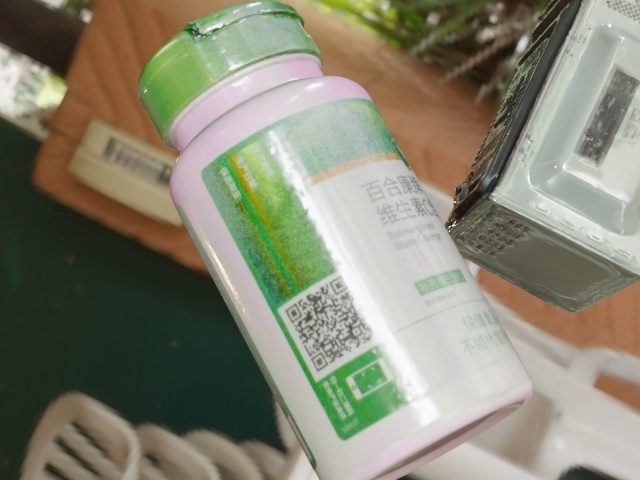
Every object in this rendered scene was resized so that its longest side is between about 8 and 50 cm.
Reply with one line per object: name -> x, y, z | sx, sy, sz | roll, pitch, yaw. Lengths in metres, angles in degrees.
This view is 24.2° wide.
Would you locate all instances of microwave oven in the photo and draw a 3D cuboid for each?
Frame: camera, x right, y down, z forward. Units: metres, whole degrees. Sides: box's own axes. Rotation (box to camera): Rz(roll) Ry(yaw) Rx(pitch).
microwave oven -> 0.183, -0.077, 1.013 | 0.208, 0.122, 0.162 | -64, 2, -16

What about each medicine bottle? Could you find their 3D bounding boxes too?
medicine bottle -> 0.000, 0.000, 0.854 | 0.133, 0.274, 0.133 | -28, -13, -7
